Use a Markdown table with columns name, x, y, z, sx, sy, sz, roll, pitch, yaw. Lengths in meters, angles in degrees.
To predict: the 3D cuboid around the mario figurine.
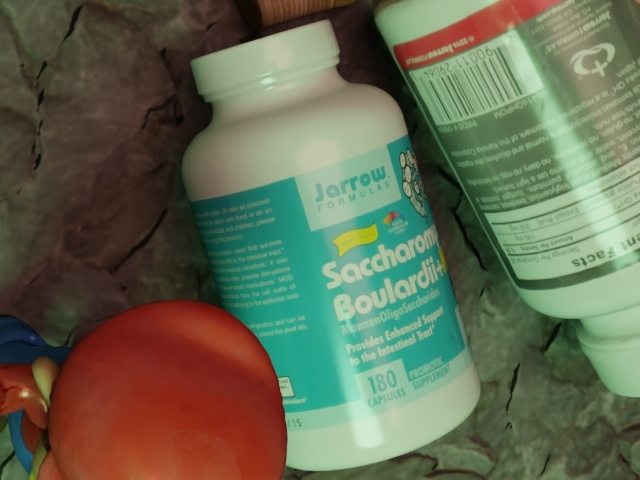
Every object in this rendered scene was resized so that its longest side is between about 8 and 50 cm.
| name | x | y | z | sx | sy | sz | roll | pitch | yaw |
| --- | --- | --- | --- | --- | --- | --- | --- | --- | --- |
| mario figurine | -0.125 | 0.123 | 0.686 | 0.198 | 0.320 | 0.170 | -23 | 99 | -20 |

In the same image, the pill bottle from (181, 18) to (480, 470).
| name | x | y | z | sx | sy | sz | roll | pitch | yaw |
| --- | --- | --- | --- | --- | --- | --- | --- | --- | --- |
| pill bottle | 0.000 | 0.000 | 0.832 | 0.146 | 0.146 | 0.264 | -21 | 99 | -21 |

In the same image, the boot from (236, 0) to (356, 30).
| name | x | y | z | sx | sy | sz | roll | pitch | yaw |
| --- | --- | --- | --- | --- | --- | --- | --- | --- | --- |
| boot | -0.011 | -0.252 | 0.866 | 0.152 | 0.073 | 0.197 | -28 | 114 | -19 |

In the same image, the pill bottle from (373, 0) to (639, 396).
| name | x | y | z | sx | sy | sz | roll | pitch | yaw |
| --- | --- | --- | --- | --- | --- | --- | --- | --- | --- |
| pill bottle | 0.182 | -0.059 | 0.892 | 0.176 | 0.176 | 0.319 | -34 | 104 | -19 |
